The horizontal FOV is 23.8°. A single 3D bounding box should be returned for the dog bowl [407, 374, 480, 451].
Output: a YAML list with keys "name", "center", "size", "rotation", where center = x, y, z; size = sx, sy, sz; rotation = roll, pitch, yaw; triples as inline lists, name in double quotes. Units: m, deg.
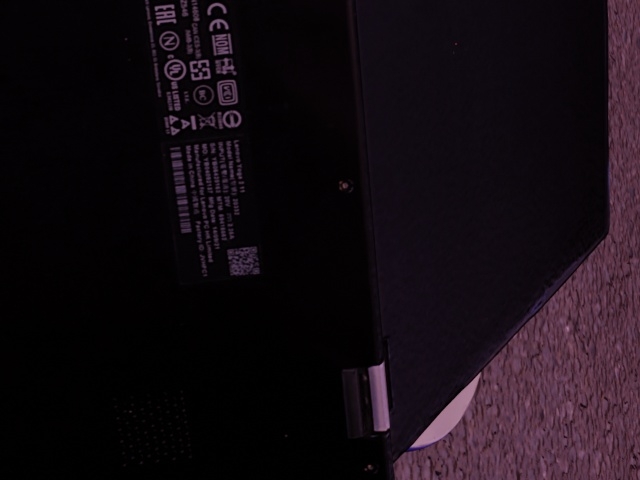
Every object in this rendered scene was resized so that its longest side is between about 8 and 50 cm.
- name: "dog bowl"
  center: [0.000, 0.000, 0.908]
  size: [0.265, 0.104, 0.265]
  rotation: [23, 62, -54]

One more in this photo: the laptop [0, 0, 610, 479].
- name: "laptop"
  center: [-0.052, -0.112, 0.630]
  size: [0.236, 0.407, 0.382]
  rotation: [-103, -174, -68]
